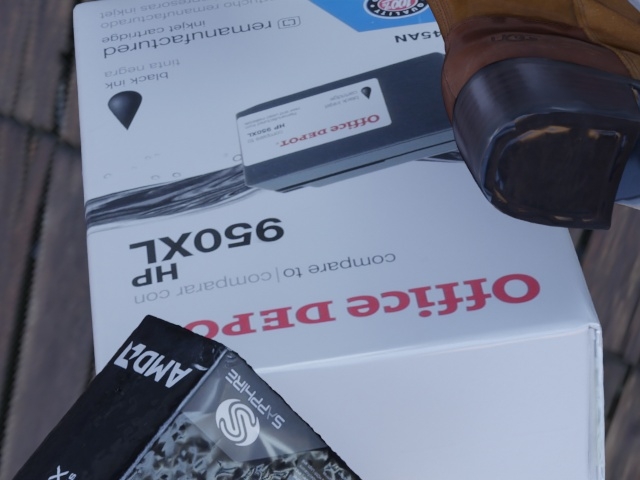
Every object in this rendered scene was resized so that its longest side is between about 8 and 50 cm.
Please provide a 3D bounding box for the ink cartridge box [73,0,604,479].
[{"bbox_3d":[0.000,0.000,1.259,0.285,0.395,0.166,-9,131,-2],"label":"ink cartridge box"}]

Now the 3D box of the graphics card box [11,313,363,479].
[{"bbox_3d":[-0.111,0.250,0.987,0.233,0.371,0.094,46,165,-30],"label":"graphics card box"}]

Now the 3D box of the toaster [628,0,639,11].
[{"bbox_3d":[0.130,-0.170,0.693,0.129,0.227,0.146,-35,113,28],"label":"toaster"}]

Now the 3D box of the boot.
[{"bbox_3d":[0.171,-0.088,1.016,0.264,0.280,0.096,5,123,-11],"label":"boot"}]
